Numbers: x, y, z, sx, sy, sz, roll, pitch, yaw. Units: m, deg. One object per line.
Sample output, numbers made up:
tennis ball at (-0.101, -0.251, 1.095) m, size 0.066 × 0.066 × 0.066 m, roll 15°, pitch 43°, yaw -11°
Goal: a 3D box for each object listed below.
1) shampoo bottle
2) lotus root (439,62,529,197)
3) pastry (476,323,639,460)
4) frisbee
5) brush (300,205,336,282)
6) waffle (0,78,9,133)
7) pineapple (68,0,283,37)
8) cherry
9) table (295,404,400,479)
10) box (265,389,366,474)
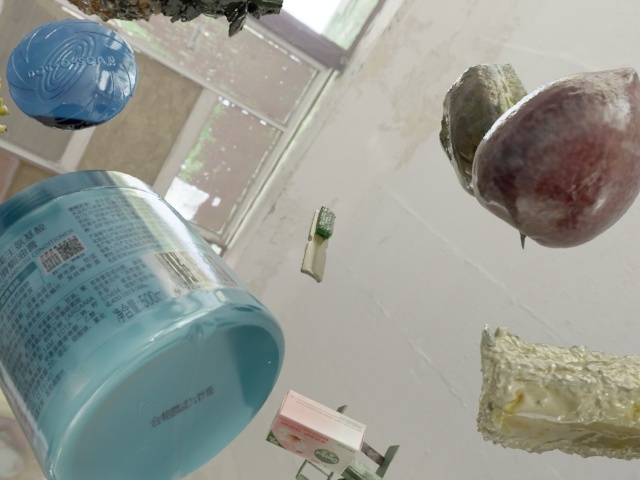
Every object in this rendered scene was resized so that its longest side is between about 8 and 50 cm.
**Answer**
shampoo bottle at (-0.271, 0.123, 0.745) m, size 0.343 × 0.331 × 0.331 m, roll 39°, pitch -76°, yaw 34°
lotus root at (0.352, -0.205, 1.171) m, size 0.267 × 0.149 × 0.260 m, roll 93°, pitch -4°, yaw -49°
pastry at (0.280, 0.160, 0.524) m, size 0.089 × 0.259 × 0.121 m, roll -73°, pitch 169°, yaw -56°
frisbee at (-0.479, -0.328, 1.022) m, size 0.045 × 0.242 × 0.242 m, roll 118°, pitch -8°, yaw -74°
brush at (0.000, 0.000, 1.217) m, size 0.048 × 0.054 × 0.282 m, roll -51°, pitch -167°, yaw 28°
waffle at (-0.517, -0.199, 0.679) m, size 0.070 × 0.197 × 0.193 m, roll 124°, pitch -44°, yaw -76°
pineapple at (-0.149, -0.272, 0.549) m, size 0.111 × 0.237 × 0.119 m, roll 27°, pitch 73°, yaw -80°
cherry at (0.356, -0.116, 0.787) m, size 0.203 × 0.230 × 0.300 m, roll -40°, pitch 160°, yaw -58°
table at (0.057, 0.461, 1.105) m, size 0.175 × 0.146 × 0.062 m, roll -53°, pitch -179°, yaw -28°
box at (-0.008, 0.276, 0.763) m, size 0.043 × 0.125 × 0.089 m, roll -64°, pitch 176°, yaw -48°
